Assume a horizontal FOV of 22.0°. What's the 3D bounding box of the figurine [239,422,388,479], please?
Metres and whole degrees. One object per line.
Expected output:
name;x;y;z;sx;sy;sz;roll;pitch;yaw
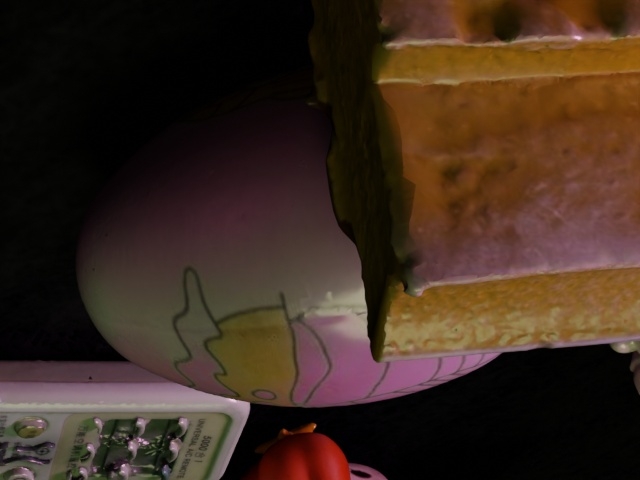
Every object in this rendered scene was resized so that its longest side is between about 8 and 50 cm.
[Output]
figurine;0.037;0.249;1.276;0.257;0.181;0.208;17;164;-23

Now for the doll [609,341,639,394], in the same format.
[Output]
doll;0.258;0.015;1.070;0.208;0.144;0.271;-9;146;32

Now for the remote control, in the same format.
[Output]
remote control;-0.220;0.121;1.118;0.335;0.065;0.128;2;139;-18

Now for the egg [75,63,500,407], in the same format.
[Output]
egg;0.000;0.000;0.908;0.271;0.196;0.196;-18;144;-3

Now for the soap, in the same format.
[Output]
soap;0.142;-0.083;0.776;0.281;0.259;0.143;-5;162;-13
